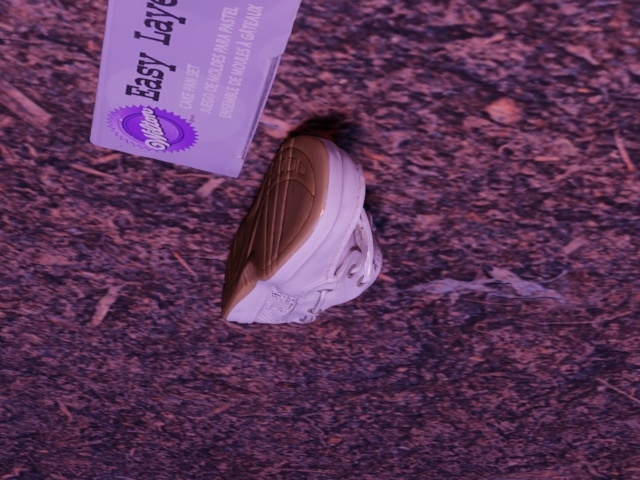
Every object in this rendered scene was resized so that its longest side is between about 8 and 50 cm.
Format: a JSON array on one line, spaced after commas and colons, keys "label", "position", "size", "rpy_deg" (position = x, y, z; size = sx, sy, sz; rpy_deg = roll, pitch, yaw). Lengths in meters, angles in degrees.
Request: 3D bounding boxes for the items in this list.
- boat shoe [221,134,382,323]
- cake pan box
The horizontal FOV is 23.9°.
[{"label": "boat shoe", "position": [0.000, 0.000, 1.077], "size": [0.096, 0.098, 0.277], "rpy_deg": [12, 163, -11]}, {"label": "cake pan box", "position": [-0.019, -0.184, 0.525], "size": [0.070, 0.245, 0.267], "rpy_deg": [14, 155, -5]}]
